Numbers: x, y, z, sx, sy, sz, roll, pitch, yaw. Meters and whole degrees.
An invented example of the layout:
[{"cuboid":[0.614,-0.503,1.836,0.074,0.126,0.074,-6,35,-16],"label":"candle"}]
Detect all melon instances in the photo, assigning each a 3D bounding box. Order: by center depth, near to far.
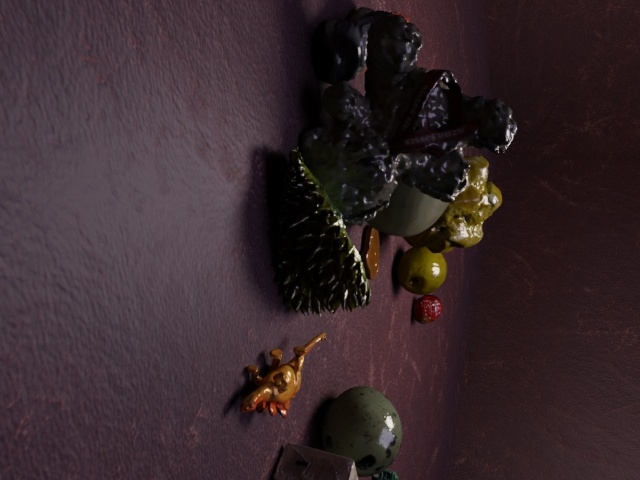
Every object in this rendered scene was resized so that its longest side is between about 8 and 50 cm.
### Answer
[{"cuboid":[0.195,-0.165,1.589,0.272,0.271,0.308,24,62,-69],"label":"melon"}]

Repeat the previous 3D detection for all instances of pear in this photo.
[{"cuboid":[0.304,0.087,2.083,0.162,0.148,0.149,-43,134,-52],"label":"pear"}]

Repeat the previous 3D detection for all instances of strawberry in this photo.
[{"cuboid":[0.359,0.234,2.336,0.106,0.106,0.106,4,90,-70],"label":"strawberry"}]

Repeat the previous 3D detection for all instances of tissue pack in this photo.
[{"cuboid":[0.004,0.490,1.341,0.196,0.148,0.092,75,30,-41],"label":"tissue pack"}]

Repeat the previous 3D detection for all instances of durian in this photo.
[{"cuboid":[0.010,0.000,1.270,0.198,0.163,0.394,-68,147,-46],"label":"durian"}]

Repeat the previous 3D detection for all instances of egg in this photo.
[{"cuboid":[0.091,0.410,1.531,0.228,0.177,0.177,-81,167,-65],"label":"egg"}]

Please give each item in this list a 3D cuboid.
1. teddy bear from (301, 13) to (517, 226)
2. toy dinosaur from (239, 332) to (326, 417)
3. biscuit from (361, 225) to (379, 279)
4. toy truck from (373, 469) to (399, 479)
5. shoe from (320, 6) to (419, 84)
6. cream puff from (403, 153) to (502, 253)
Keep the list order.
[{"cuboid":[0.141,-0.184,1.335,0.357,0.224,0.367,38,76,-16],"label":"teddy bear"},{"cuboid":[-0.065,0.250,1.230,0.288,0.070,0.117,-28,131,-62],"label":"toy dinosaur"},{"cuboid":[0.124,0.032,1.764,0.118,0.023,0.140,-27,120,-67],"label":"biscuit"},{"cuboid":[0.180,0.722,1.969,0.065,0.079,0.147,61,36,-55],"label":"toy truck"},{"cuboid":[0.117,-0.406,1.446,0.336,0.171,0.132,-53,143,-57],"label":"shoe"},{"cuboid":[0.296,-0.088,1.828,0.270,0.323,0.274,-29,112,-51],"label":"cream puff"}]
